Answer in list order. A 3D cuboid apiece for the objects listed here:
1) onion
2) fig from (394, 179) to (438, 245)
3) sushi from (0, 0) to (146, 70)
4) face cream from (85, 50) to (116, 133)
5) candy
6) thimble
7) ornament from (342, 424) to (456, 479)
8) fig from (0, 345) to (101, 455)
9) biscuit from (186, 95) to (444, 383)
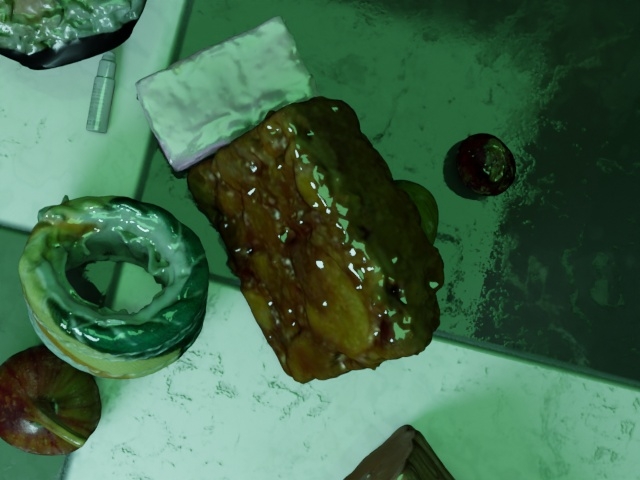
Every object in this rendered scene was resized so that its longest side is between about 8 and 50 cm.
[{"bbox_3d":[0.264,-0.120,1.907,0.107,0.097,0.107,21,53,-31],"label":"onion"},{"bbox_3d":[0.138,0.026,1.881,0.151,0.151,0.259,-27,116,-6],"label":"fig"},{"bbox_3d":[-0.400,-0.447,1.767,0.328,0.285,0.328,-18,112,-1],"label":"sushi"},{"bbox_3d":[-0.343,-0.235,1.872,0.034,0.034,0.130,9,88,-6],"label":"face cream"},{"bbox_3d":[-0.144,-0.226,1.855,0.265,0.116,0.155,-26,88,-8],"label":"candy"},{"bbox_3d":[-0.309,0.063,1.768,0.288,0.167,0.254,34,61,9],"label":"thimble"},{"bbox_3d":[0.151,0.432,1.823,0.217,0.221,0.235,45,58,-7],"label":"ornament"},{"bbox_3d":[-0.414,0.243,1.764,0.175,0.207,0.175,0,89,-4],"label":"fig"},{"bbox_3d":[0.000,0.000,1.748,0.166,0.343,0.395,-28,93,-37],"label":"biscuit"}]
